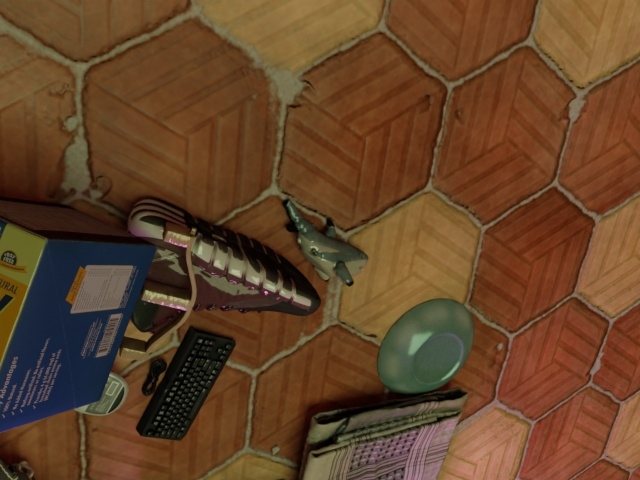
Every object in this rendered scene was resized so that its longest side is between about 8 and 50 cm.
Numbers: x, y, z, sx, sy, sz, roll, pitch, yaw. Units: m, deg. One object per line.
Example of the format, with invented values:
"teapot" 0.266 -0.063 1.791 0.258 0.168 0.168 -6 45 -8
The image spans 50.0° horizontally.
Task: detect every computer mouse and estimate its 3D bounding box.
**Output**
"computer mouse" -0.343 0.172 0.886 0.193 0.042 0.106 30 94 -29

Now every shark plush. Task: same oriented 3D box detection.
"shark plush" 0.000 0.000 0.981 0.161 0.073 0.067 41 72 -15

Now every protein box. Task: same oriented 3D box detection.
"protein box" -0.306 0.069 0.714 0.200 0.135 0.201 -69 165 3

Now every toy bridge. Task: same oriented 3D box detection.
"toy bridge" -0.183 0.066 0.822 0.063 0.026 0.188 17 112 -22

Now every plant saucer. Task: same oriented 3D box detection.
"plant saucer" 0.190 0.192 1.162 0.194 0.037 0.195 -12 119 -22

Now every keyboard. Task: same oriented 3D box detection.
"keyboard" -0.203 0.208 0.983 0.108 0.023 0.180 22 102 -33

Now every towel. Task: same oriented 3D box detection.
"towel" 0.099 0.410 1.200 0.312 0.056 0.324 -4 121 -25

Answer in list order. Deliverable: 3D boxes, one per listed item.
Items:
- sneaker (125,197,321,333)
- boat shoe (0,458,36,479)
"sneaker" -0.149 0.069 0.904 0.281 0.106 0.163 28 105 -23
"boat shoe" -0.433 0.342 0.911 0.099 0.116 0.320 -46 133 -55
